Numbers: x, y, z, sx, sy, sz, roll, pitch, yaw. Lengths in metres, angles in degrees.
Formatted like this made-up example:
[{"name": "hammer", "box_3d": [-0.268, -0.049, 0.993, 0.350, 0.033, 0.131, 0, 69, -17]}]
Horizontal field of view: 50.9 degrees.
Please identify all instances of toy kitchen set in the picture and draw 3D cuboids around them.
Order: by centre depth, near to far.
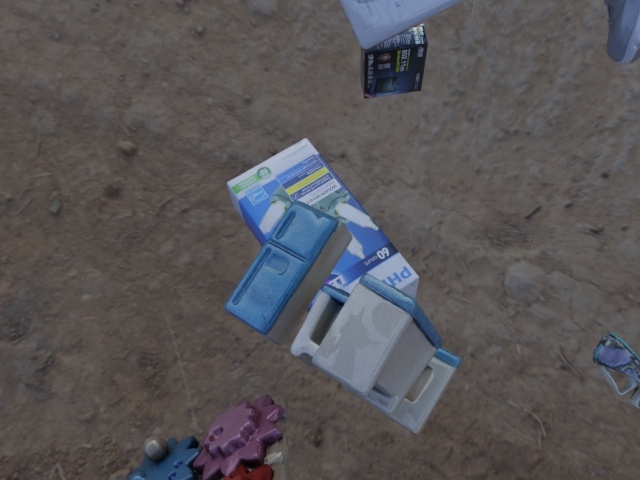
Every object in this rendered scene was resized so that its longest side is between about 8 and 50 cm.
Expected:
[{"name": "toy kitchen set", "box_3d": [0.008, 0.032, 0.512, 0.207, 0.166, 0.122, 27, 78, 32]}]

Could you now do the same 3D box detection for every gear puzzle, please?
[{"name": "gear puzzle", "box_3d": [-0.101, 0.231, 0.437, 0.175, 0.339, 0.044, -30, 113, 11]}]

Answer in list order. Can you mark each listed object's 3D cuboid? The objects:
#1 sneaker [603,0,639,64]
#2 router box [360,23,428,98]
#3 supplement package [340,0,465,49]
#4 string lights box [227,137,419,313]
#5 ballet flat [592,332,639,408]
[{"name": "sneaker", "box_3d": [0.362, -0.356, 0.807, 0.115, 0.105, 0.281, 8, 107, 32]}, {"name": "router box", "box_3d": [0.107, -0.264, 1.002, 0.092, 0.122, 0.038, -9, 69, 0]}, {"name": "supplement package", "box_3d": [0.142, -0.283, 0.446, 0.292, 0.175, 0.178, -16, 106, 38]}, {"name": "string lights box", "box_3d": [0.000, 0.000, 0.899, 0.133, 0.077, 0.260, -32, 66, -13]}, {"name": "ballet flat", "box_3d": [0.288, 0.129, 0.610, 0.114, 0.041, 0.041, 38, 98, -13]}]
